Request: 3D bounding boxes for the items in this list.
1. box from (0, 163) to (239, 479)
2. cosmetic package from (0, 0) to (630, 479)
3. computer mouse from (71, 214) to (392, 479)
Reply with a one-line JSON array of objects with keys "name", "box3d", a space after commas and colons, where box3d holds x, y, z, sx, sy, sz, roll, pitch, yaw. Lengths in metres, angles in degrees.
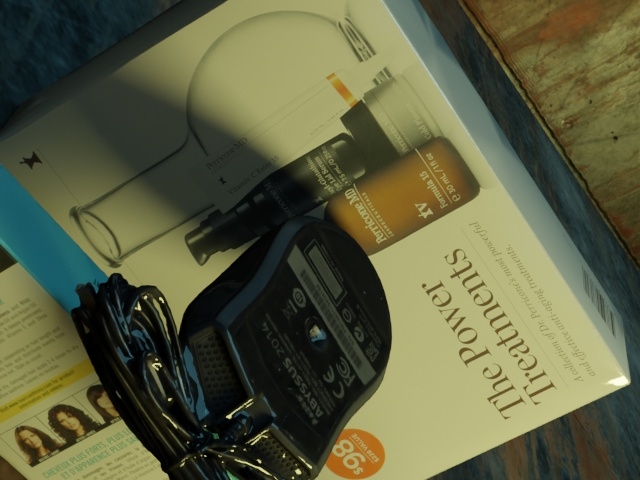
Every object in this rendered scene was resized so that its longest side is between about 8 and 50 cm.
[{"name": "box", "box3d": [-0.143, 0.079, 0.809, 0.244, 0.100, 0.060, 51, 20, -28]}, {"name": "cosmetic package", "box3d": [0.000, 0.000, 0.998, 0.377, 0.284, 0.097, 54, 22, -19]}, {"name": "computer mouse", "box3d": [-0.042, 0.071, 0.832, 0.188, 0.072, 0.272, 60, 30, -7]}]
